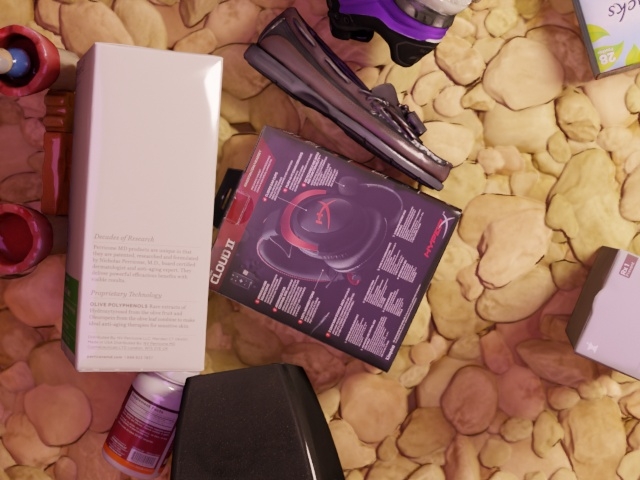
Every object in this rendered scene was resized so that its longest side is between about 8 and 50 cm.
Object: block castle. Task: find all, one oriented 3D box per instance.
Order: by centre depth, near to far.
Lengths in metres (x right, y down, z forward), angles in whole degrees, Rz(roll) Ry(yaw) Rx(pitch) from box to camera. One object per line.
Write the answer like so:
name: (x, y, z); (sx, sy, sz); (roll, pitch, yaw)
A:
block castle: (-0.534, -0.116, 1.354); (0.453, 0.213, 0.303); (4, 94, 12)

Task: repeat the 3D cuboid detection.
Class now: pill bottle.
pill bottle: (-0.216, 0.225, 1.404); (0.086, 0.086, 0.152); (26, 96, 6)

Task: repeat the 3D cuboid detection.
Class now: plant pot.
plant pot: (-0.081, 0.244, 1.347); (0.187, 0.188, 0.167); (-9, 78, 9)

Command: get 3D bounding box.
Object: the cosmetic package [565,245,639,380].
cosmetic package: (0.351, 0.080, 1.238); (0.107, 0.238, 0.127); (24, 97, 7)

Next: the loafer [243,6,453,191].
loafer: (0.047, -0.178, 1.339); (0.302, 0.109, 0.095); (36, 93, 8)

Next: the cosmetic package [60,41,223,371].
cosmetic package: (-0.216, -0.038, 1.287); (0.155, 0.197, 0.365); (2, 90, -18)

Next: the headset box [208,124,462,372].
headset box: (0.000, 0.000, 1.348); (0.293, 0.110, 0.218); (24, 96, 6)

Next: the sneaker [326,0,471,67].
sneaker: (0.038, -0.321, 1.322); (0.293, 0.102, 0.146); (47, 127, 22)

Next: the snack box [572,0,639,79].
snack box: (0.408, -0.306, 1.294); (0.207, 0.070, 0.174); (-15, 89, 9)

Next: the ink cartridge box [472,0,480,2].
ink cartridge box: (0.162, -0.404, 1.219); (0.117, 0.283, 0.207); (-37, 88, 6)
